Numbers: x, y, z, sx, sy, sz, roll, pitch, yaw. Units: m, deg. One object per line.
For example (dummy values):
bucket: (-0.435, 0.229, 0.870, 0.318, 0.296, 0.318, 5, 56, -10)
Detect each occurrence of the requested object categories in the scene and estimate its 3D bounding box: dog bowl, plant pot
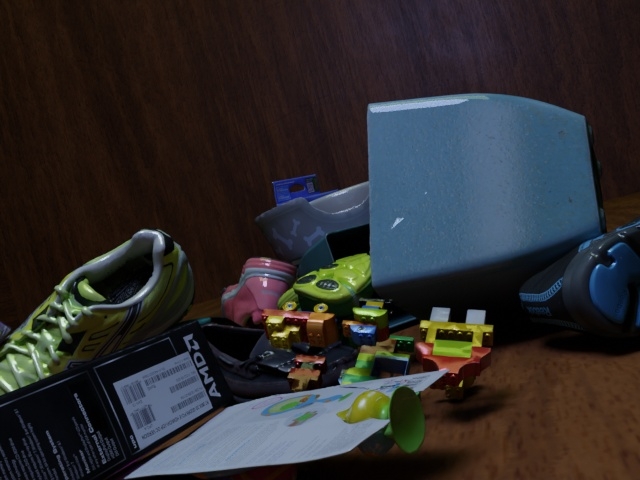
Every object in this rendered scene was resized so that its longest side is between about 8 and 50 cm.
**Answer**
dog bowl: (0.053, -0.050, 1.338, 0.349, 0.102, 0.349, -19, -1, 0)
plant pot: (0.062, 0.074, 1.161, 0.166, 0.165, 0.234, -16, -7, -24)
plant pot: (0.222, -0.041, 0.868, 0.252, 0.247, 0.248, -10, -21, 24)

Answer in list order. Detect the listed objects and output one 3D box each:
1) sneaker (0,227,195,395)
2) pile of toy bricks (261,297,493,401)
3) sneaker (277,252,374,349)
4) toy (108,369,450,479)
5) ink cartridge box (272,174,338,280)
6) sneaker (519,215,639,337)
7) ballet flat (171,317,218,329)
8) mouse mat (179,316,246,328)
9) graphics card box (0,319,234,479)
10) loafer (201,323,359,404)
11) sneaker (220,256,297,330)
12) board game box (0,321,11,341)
sneaker: (-0.322, 0.120, 0.852, 0.384, 0.145, 0.147, -47, -21, -29)
pile of toy bricks: (0.044, 0.124, 0.616, 0.212, 0.118, 0.105, 2, 35, 18)
sneaker: (0.021, 0.096, 0.907, 0.109, 0.123, 0.295, -24, -8, -15)
toy: (-0.027, 0.154, 0.505, 0.237, 0.056, 0.137, -24, -2, 37)
ink cartridge box: (0.000, 0.000, 1.577, 0.065, 0.311, 0.186, -17, 0, 35)
sneaker: (0.366, 0.013, 0.735, 0.341, 0.125, 0.140, -13, -5, -23)
ballet flat: (-0.246, 0.180, 1.069, 0.108, 0.106, 0.316, -12, 0, -39)
mouse mat: (-0.188, 0.168, 1.177, 0.190, 0.007, 0.153, -14, -34, 32)
graphics card box: (-0.264, 0.182, 0.536, 0.233, 0.094, 0.371, -29, -4, 26)
loafer: (-0.067, 0.141, 0.823, 0.109, 0.095, 0.303, -16, 1, -40)
sneaker: (-0.133, 0.145, 1.288, 0.116, 0.136, 0.314, 13, -28, -11)
board game box: (-0.525, 0.213, 0.877, 0.347, 0.056, 0.208, -25, 33, 46)
